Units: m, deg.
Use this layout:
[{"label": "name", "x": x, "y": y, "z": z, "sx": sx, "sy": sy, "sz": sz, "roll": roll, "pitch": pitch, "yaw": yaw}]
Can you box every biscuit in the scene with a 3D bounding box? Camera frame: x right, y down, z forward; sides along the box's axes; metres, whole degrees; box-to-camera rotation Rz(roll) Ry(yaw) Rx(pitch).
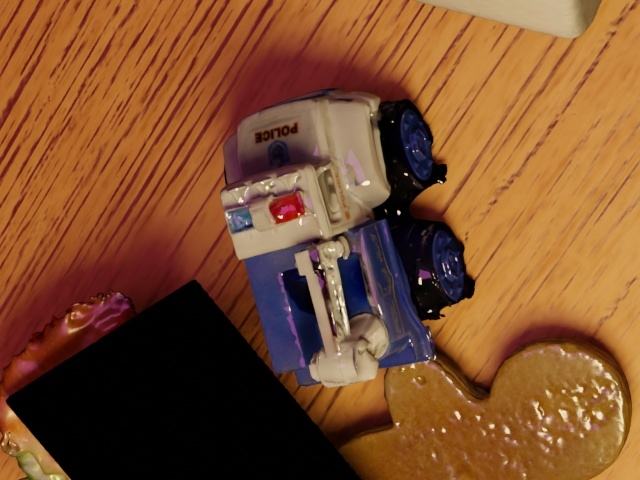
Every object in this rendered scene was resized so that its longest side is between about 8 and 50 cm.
[{"label": "biscuit", "x": 0.104, "y": 0.173, "z": 1.459, "sx": 0.301, "sy": 0.049, "sz": 0.197, "roll": -36, "pitch": 92, "yaw": 23}]

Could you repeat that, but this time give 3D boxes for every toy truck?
[{"label": "toy truck", "x": 0.000, "y": 0.000, "z": 1.408, "sx": 0.161, "sy": 0.177, "sz": 0.213, "roll": -15, "pitch": 92, "yaw": 24}]

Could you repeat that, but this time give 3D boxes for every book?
[{"label": "book", "x": -0.070, "y": 0.199, "z": 1.467, "sx": 0.228, "sy": 0.018, "sz": 0.322, "roll": -32, "pitch": 102, "yaw": 36}]

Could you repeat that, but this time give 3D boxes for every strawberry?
[{"label": "strawberry", "x": -0.188, "y": 0.127, "z": 1.548, "sx": 0.140, "sy": 0.085, "sz": 0.192, "roll": -5, "pitch": 105, "yaw": 15}]

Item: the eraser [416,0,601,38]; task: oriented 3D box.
[{"label": "eraser", "x": 0.123, "y": -0.297, "z": 1.244, "sx": 0.150, "sy": 0.331, "sz": 0.331, "roll": 17, "pitch": 104, "yaw": 19}]
